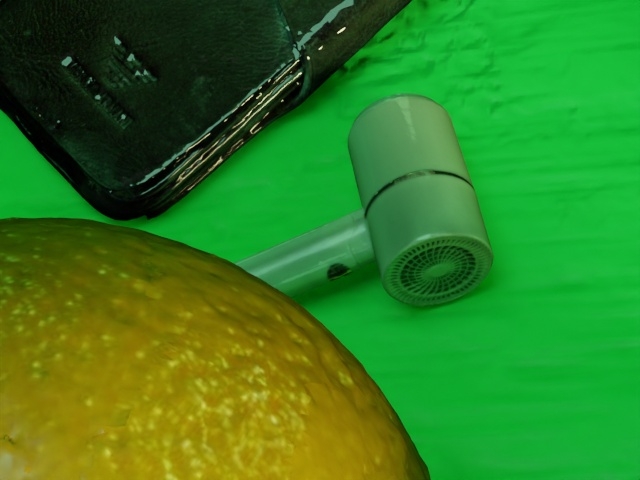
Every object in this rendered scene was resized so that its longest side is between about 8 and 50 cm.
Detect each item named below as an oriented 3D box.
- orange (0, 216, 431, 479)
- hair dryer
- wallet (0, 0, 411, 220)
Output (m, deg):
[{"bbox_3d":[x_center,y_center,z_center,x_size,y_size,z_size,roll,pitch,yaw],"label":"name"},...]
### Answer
[{"bbox_3d":[-0.095,0.123,0.581,0.274,0.274,0.274,-10,54,14],"label":"orange"},{"bbox_3d":[0.000,0.000,0.771,0.137,0.047,0.082,-25,50,12],"label":"hair dryer"},{"bbox_3d":[-0.017,-0.151,0.879,0.318,0.045,0.172,-40,51,-8],"label":"wallet"}]
